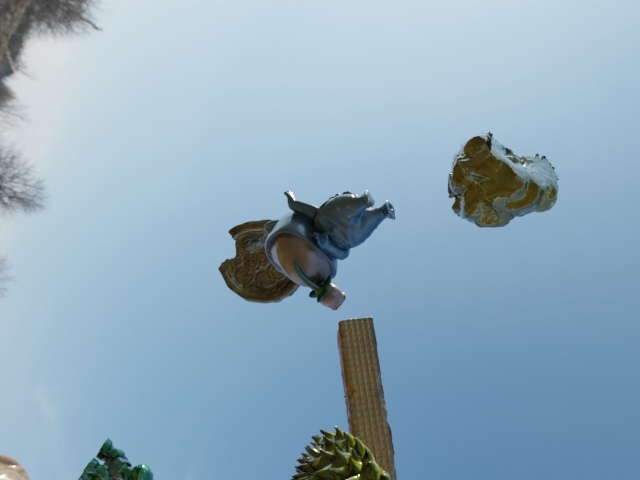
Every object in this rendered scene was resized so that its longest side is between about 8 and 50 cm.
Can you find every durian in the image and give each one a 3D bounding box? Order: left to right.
[{"bbox_3d":[0.028,0.386,0.584,0.351,0.169,0.158,105,9,-46],"label":"durian"}]

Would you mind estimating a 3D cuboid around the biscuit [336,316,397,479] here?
[{"bbox_3d":[0.101,0.371,0.941,0.054,0.094,0.378,110,-25,-64],"label":"biscuit"}]

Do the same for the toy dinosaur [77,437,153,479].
[{"bbox_3d":[-0.300,0.352,0.612,0.132,0.096,0.059,-54,-177,38],"label":"toy dinosaur"}]

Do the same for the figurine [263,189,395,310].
[{"bbox_3d":[0.003,0.005,0.513,0.178,0.114,0.144,-29,-140,30],"label":"figurine"}]

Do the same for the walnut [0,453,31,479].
[{"bbox_3d":[-0.572,0.432,0.616,0.198,0.245,0.198,0,-90,34],"label":"walnut"}]

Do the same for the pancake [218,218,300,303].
[{"bbox_3d":[-0.138,0.056,0.984,0.029,0.212,0.235,-76,-179,-65],"label":"pancake"}]

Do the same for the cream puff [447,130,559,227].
[{"bbox_3d":[0.253,-0.074,0.594,0.156,0.156,0.121,-12,-129,40],"label":"cream puff"}]
